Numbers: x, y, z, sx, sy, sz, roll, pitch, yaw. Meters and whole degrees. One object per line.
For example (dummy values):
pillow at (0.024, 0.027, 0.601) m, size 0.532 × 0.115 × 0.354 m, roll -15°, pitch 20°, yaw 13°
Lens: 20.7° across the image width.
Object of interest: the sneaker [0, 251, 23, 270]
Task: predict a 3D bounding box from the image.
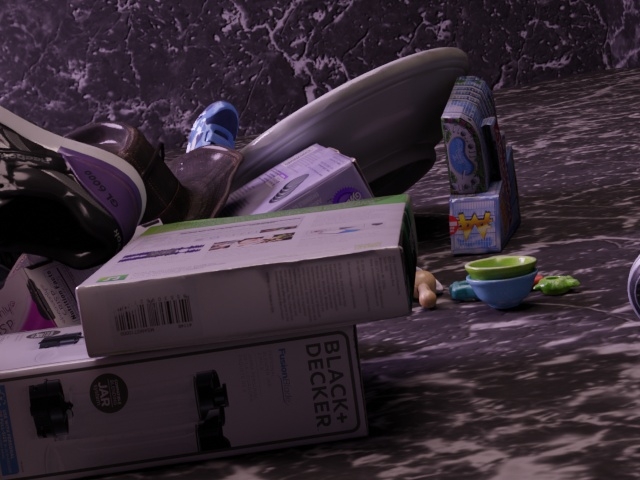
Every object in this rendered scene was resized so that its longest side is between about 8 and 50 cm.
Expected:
sneaker at (-0.369, 0.017, 2.176) m, size 0.121 × 0.079 × 0.217 m, roll -7°, pitch 7°, yaw 17°

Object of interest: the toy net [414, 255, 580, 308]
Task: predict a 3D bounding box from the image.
toy net at (0.135, 0.034, 1.724) m, size 0.122 × 0.045 × 0.232 m, roll -16°, pitch 12°, yaw -42°

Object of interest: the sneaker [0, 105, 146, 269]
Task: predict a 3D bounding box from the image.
sneaker at (-0.292, -0.055, 1.478) m, size 0.283 × 0.107 × 0.124 m, roll 16°, pitch 24°, yaw 0°

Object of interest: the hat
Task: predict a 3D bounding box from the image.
hat at (-0.247, -0.038, 1.834) m, size 0.331 × 0.134 × 0.331 m, roll -31°, pitch 23°, yaw 15°

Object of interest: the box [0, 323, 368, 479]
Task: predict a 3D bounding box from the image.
box at (-0.114, 0.108, 1.325) m, size 0.290 × 0.087 × 0.169 m, roll -9°, pitch 8°, yaw -2°

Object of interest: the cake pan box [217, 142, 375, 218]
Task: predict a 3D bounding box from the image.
cake pan box at (-0.075, -0.010, 1.855) m, size 0.246 × 0.070 × 0.267 m, roll -30°, pitch 11°, yaw -5°

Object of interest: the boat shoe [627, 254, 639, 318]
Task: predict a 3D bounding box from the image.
boat shoe at (0.319, 0.054, 1.260) m, size 0.102 × 0.108 × 0.301 m, roll -12°, pitch 17°, yaw -35°

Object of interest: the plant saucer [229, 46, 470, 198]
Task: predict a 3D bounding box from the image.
plant saucer at (0.029, -0.088, 2.148) m, size 0.400 × 0.100 × 0.400 m, roll -30°, pitch -9°, yaw -6°

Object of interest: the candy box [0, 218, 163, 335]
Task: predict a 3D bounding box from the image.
candy box at (-0.240, 0.066, 1.585) m, size 0.159 × 0.071 × 0.233 m, roll -33°, pitch -4°, yaw 28°

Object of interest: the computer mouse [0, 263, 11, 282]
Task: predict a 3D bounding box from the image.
computer mouse at (-0.281, 0.010, 2.048) m, size 0.262 × 0.184 × 0.060 m, roll 29°, pitch 13°, yaw -31°

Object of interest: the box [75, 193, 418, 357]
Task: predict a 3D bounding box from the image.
box at (-0.043, 0.021, 1.363) m, size 0.232 × 0.058 × 0.322 m, roll -7°, pitch 9°, yaw 6°

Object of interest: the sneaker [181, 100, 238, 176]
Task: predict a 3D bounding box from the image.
sneaker at (-0.125, -0.090, 1.968) m, size 0.053 × 0.144 × 0.059 m, roll 31°, pitch -14°, yaw -29°

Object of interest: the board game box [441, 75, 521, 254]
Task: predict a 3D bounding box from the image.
board game box at (0.184, -0.070, 2.021) m, size 0.060 × 0.194 × 0.194 m, roll -4°, pitch 23°, yaw 13°
